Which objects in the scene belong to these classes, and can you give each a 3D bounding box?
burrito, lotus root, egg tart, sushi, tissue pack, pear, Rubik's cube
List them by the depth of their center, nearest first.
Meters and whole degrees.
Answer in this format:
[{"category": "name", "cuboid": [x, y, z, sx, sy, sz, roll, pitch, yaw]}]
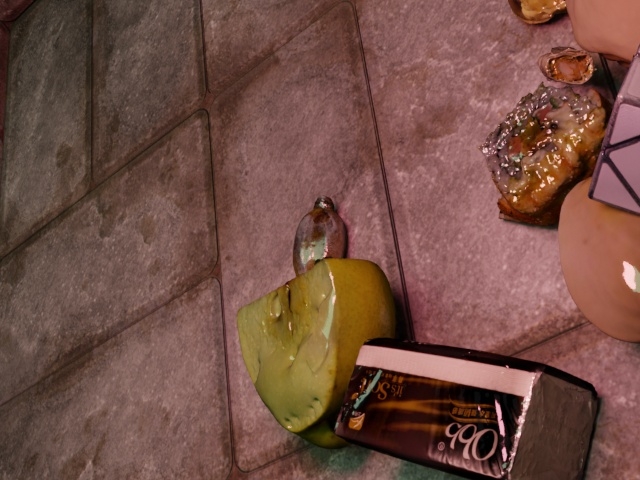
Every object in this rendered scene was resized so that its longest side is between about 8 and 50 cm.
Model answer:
[{"category": "Rubik's cube", "cuboid": [0.517, -0.158, 1.419, 0.207, 0.205, 0.205, 22, 52, 16]}, {"category": "tissue pack", "cuboid": [0.225, 0.274, 1.613, 0.370, 0.210, 0.198, 5, 79, 48]}, {"category": "sushi", "cuboid": [0.379, -0.138, 1.696, 0.274, 0.139, 0.184, -46, 43, 16]}, {"category": "burrito", "cuboid": [0.410, -0.298, 1.710, 0.087, 0.226, 0.060, 2, 101, 4]}, {"category": "pear", "cuboid": [0.019, 0.217, 1.834, 0.342, 0.238, 0.318, -31, 62, 51]}, {"category": "egg tart", "cuboid": [0.426, -0.514, 1.856, 0.241, 0.106, 0.241, -27, 50, 39]}, {"category": "lotus root", "cuboid": [0.000, 0.000, 2.064, 0.113, 0.088, 0.192, -5, 66, 27]}]

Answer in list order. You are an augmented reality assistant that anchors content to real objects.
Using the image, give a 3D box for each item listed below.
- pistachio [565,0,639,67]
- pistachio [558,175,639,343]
[{"category": "pistachio", "cuboid": [0.569, -0.423, 1.556, 0.445, 0.281, 0.365, -13, 75, 56]}, {"category": "pistachio", "cuboid": [0.462, 0.033, 1.506, 0.197, 0.166, 0.288, -35, 47, 17]}]
